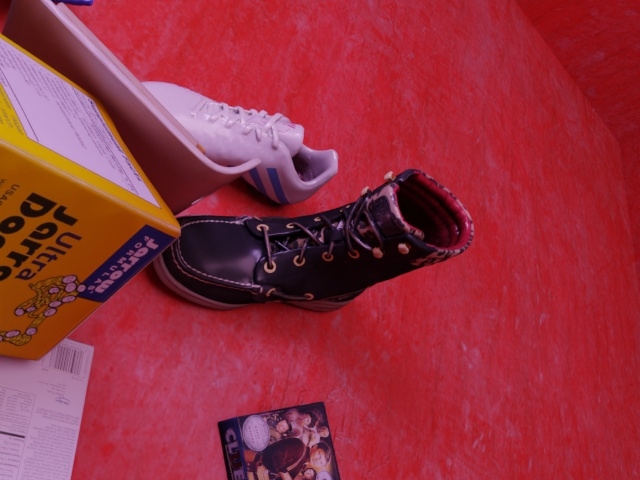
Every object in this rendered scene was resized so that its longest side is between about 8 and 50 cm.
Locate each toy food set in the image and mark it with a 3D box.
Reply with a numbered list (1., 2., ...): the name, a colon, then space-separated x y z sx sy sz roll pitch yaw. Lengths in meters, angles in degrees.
1. toy food set: -0.221 -0.162 0.765 0.306 0.219 0.092 45 60 -17

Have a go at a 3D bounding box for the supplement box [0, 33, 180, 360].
1. supplement box: -0.311 -0.061 0.517 0.194 0.195 0.356 53 8 27

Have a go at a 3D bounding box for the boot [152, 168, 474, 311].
1. boot: 0.000 0.000 0.908 0.377 0.284 0.138 16 59 -43

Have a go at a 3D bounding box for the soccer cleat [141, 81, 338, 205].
1. soccer cleat: -0.113 -0.154 0.975 0.331 0.143 0.116 23 54 -40

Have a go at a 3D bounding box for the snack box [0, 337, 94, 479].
1. snack box: -0.365 0.141 0.585 0.322 0.060 0.187 29 49 -38

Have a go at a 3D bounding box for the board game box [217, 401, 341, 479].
1. board game box: -0.036 0.340 0.879 0.165 0.042 0.243 4 68 -49

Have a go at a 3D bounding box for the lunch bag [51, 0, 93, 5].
1. lunch bag: -0.361 -0.356 0.833 0.129 0.096 0.151 -15 73 -52
